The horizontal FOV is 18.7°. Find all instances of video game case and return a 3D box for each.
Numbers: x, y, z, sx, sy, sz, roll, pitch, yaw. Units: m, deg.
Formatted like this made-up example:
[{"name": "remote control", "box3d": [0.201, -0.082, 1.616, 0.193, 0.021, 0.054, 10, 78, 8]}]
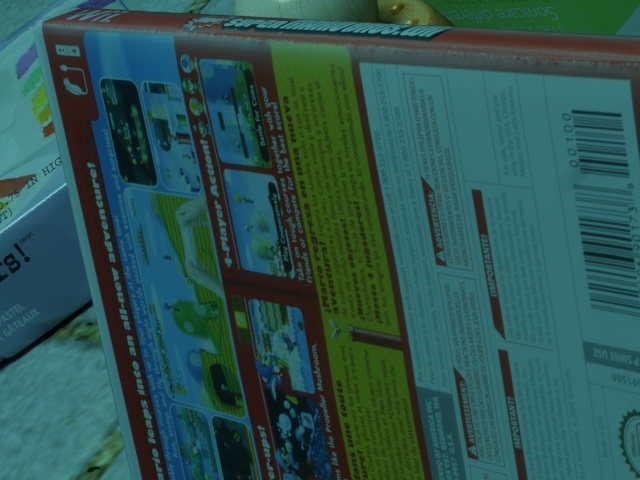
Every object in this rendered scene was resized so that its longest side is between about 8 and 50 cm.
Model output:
[{"name": "video game case", "box3d": [0.016, 0.028, 0.634, 0.025, 0.204, 0.285, -25, 23, -38]}]

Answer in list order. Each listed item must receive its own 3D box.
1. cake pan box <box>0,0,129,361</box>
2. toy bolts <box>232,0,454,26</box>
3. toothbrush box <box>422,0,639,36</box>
[{"name": "cake pan box", "box3d": [-0.189, -0.021, 1.083, 0.267, 0.070, 0.246, -36, 27, 1]}, {"name": "toy bolts", "box3d": [0.000, 0.000, 0.751, 0.218, 0.158, 0.228, -40, 29, -8]}, {"name": "toothbrush box", "box3d": [0.042, -0.182, 0.848, 0.206, 0.283, 0.122, 7, 49, 52]}]
